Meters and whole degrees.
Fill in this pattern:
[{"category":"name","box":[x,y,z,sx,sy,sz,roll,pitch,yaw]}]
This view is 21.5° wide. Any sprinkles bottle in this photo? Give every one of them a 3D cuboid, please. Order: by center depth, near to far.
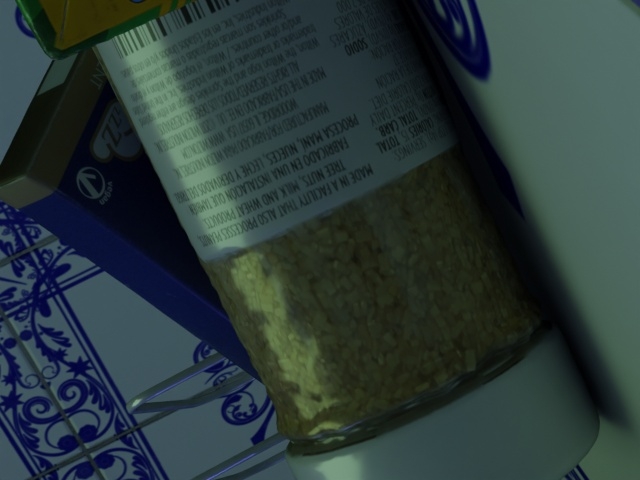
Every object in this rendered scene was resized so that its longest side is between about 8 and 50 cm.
[{"category":"sprinkles bottle","box":[-0.016,-0.057,0.659,0.355,0.121,0.121,65,176,-5]}]

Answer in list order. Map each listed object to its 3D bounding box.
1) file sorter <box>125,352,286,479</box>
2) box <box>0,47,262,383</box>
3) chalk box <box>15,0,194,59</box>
[{"category":"file sorter","box":[0.018,0.192,1.166,0.278,0.173,0.193,63,-168,10]},{"category":"box","box":[-0.027,-0.015,0.747,0.225,0.036,0.136,39,-127,-29]},{"category":"chalk box","box":[-0.064,-0.168,0.501,0.213,0.132,0.132,-121,6,-58]}]
